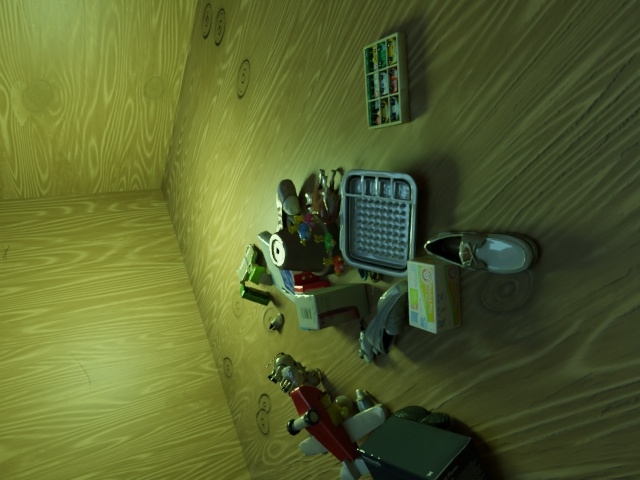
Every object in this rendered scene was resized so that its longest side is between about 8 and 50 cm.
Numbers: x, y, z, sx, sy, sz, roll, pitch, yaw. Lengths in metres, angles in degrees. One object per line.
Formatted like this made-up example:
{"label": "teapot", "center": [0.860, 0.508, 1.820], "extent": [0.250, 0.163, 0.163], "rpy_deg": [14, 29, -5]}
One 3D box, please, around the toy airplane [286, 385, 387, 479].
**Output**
{"label": "toy airplane", "center": [0.079, 0.739, 1.794], "extent": [0.386, 0.272, 0.384], "rpy_deg": [6, 118, 20]}

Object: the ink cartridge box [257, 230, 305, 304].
{"label": "ink cartridge box", "center": [-0.169, 0.136, 2.143], "extent": [0.303, 0.072, 0.307], "rpy_deg": [30, 144, 51]}

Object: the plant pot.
{"label": "plant pot", "center": [-0.074, 0.030, 1.843], "extent": [0.263, 0.229, 0.263], "rpy_deg": [22, 117, 53]}

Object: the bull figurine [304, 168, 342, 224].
{"label": "bull figurine", "center": [0.016, -0.165, 1.722], "extent": [0.310, 0.101, 0.188], "rpy_deg": [-122, 41, -65]}

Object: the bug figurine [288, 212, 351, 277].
{"label": "bug figurine", "center": [0.000, 0.000, 1.625], "extent": [0.072, 0.279, 0.216], "rpy_deg": [-37, 31, 16]}

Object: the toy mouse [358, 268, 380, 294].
{"label": "toy mouse", "center": [0.174, 0.090, 1.646], "extent": [0.143, 0.031, 0.161], "rpy_deg": [41, 130, 46]}

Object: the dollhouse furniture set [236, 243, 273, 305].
{"label": "dollhouse furniture set", "center": [-0.337, 0.178, 2.453], "extent": [0.197, 0.151, 0.301], "rpy_deg": [-63, 25, 15]}

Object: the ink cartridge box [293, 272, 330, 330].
{"label": "ink cartridge box", "center": [-0.028, 0.247, 1.909], "extent": [0.078, 0.134, 0.231], "rpy_deg": [-4, 94, 59]}

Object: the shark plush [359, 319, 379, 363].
{"label": "shark plush", "center": [0.162, 0.384, 1.721], "extent": [0.067, 0.073, 0.161], "rpy_deg": [83, 164, -74]}

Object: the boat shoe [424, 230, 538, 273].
{"label": "boat shoe", "center": [0.407, 0.033, 1.192], "extent": [0.302, 0.103, 0.113], "rpy_deg": [5, 102, 57]}

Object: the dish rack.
{"label": "dish rack", "center": [0.198, -0.063, 1.485], "extent": [0.285, 0.072, 0.333], "rpy_deg": [11, 108, 39]}

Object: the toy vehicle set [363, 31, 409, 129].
{"label": "toy vehicle set", "center": [0.207, -0.497, 1.444], "extent": [0.166, 0.035, 0.267], "rpy_deg": [7, 103, 57]}

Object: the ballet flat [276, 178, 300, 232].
{"label": "ballet flat", "center": [-0.135, -0.120, 2.032], "extent": [0.106, 0.107, 0.316], "rpy_deg": [42, 142, 40]}

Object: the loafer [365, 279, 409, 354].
{"label": "loafer", "center": [0.242, 0.259, 1.518], "extent": [0.111, 0.112, 0.319], "rpy_deg": [50, 145, 32]}

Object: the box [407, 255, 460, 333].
{"label": "box", "center": [0.334, 0.154, 1.340], "extent": [0.114, 0.103, 0.203], "rpy_deg": [8, 104, 57]}

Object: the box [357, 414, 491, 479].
{"label": "box", "center": [0.329, 0.726, 1.342], "extent": [0.343, 0.179, 0.312], "rpy_deg": [-15, 105, 58]}

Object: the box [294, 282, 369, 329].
{"label": "box", "center": [0.044, 0.242, 1.700], "extent": [0.148, 0.232, 0.127], "rpy_deg": [-11, 88, 58]}

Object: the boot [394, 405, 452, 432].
{"label": "boot", "center": [0.342, 0.637, 1.474], "extent": [0.246, 0.083, 0.161], "rpy_deg": [-15, 90, 59]}

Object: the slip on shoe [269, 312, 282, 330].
{"label": "slip on shoe", "center": [-0.234, 0.426, 2.370], "extent": [0.051, 0.041, 0.135], "rpy_deg": [63, 144, 27]}

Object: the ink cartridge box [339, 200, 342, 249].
{"label": "ink cartridge box", "center": [0.122, -0.058, 1.613], "extent": [0.061, 0.104, 0.181], "rpy_deg": [-76, -13, -74]}

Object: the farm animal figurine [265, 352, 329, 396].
{"label": "farm animal figurine", "center": [-0.100, 0.624, 2.074], "extent": [0.327, 0.172, 0.330], "rpy_deg": [47, 159, -25]}
